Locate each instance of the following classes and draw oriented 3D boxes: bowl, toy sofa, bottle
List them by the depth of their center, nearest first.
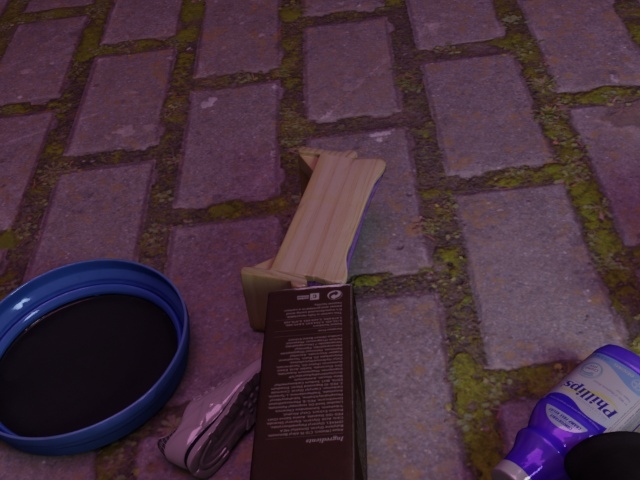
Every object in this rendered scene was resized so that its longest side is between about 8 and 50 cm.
[{"bbox_3d":[0.363,0.265,1.181,0.282,0.092,0.118,-33,43,-23],"label":"bottle"},{"bbox_3d":[-0.411,0.193,1.416,0.391,0.077,0.391,-6,43,5],"label":"bowl"},{"bbox_3d":[0.000,0.000,1.491,0.177,0.150,0.363,9,46,12],"label":"toy sofa"}]

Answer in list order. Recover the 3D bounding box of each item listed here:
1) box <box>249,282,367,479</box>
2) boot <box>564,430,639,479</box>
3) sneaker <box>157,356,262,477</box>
[{"bbox_3d":[-0.007,0.257,1.165,0.143,0.191,0.381,-6,36,4],"label":"box"},{"bbox_3d":[0.330,0.320,0.895,0.366,0.146,0.445,14,16,5],"label":"boot"},{"bbox_3d":[-0.152,0.258,1.297,0.094,0.090,0.235,16,47,38],"label":"sneaker"}]
